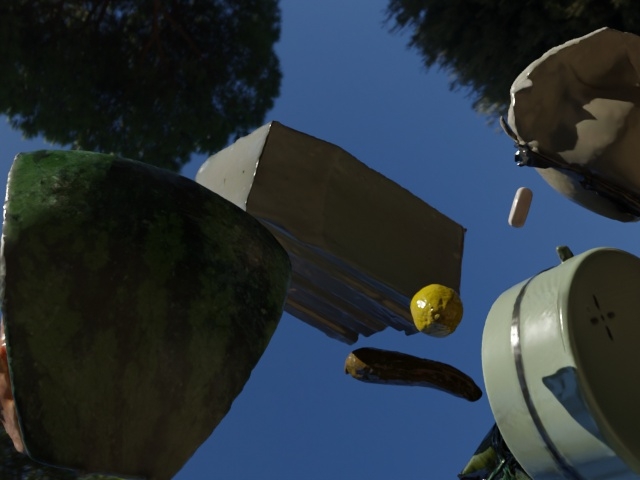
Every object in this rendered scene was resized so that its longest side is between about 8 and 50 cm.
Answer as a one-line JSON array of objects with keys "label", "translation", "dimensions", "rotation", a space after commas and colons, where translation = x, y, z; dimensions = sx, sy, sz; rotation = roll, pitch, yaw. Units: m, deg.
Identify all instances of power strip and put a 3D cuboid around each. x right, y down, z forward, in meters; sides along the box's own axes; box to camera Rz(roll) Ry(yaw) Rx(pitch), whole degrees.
[{"label": "power strip", "translation": [0.391, 0.179, 0.990], "dimensions": [0.358, 0.161, 0.357], "rotation": [16, -122, -28]}]

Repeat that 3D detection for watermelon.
[{"label": "watermelon", "translation": [-0.155, 0.098, 0.664], "dimensions": [0.251, 0.292, 0.283], "rotation": [3, -123, -3]}]

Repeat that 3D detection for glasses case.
[{"label": "glasses case", "translation": [0.401, -0.066, 1.423], "dimensions": [0.032, 0.021, 0.083], "rotation": [18, -97, -6]}]

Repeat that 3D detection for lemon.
[{"label": "lemon", "translation": [0.141, 0.085, 0.863], "dimensions": [0.065, 0.092, 0.065], "rotation": [0, -91, 3]}]

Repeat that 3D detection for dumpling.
[{"label": "dumpling", "translation": [0.367, -0.130, 0.872], "dimensions": [0.293, 0.204, 0.163], "rotation": [30, -153, -21]}]

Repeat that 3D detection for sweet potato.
[{"label": "sweet potato", "translation": [0.177, 0.254, 1.373], "dimensions": [0.273, 0.075, 0.075], "rotation": [7, -119, 18]}]

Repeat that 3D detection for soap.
[{"label": "soap", "translation": [0.000, 0.000, 1.285], "dimensions": [0.435, 0.350, 0.212], "rotation": [30, -116, -25]}]

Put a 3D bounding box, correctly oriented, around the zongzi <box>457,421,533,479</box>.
[{"label": "zongzi", "translation": [0.507, 0.427, 1.318], "dimensions": [0.383, 0.319, 0.362], "rotation": [40, -167, 37]}]
